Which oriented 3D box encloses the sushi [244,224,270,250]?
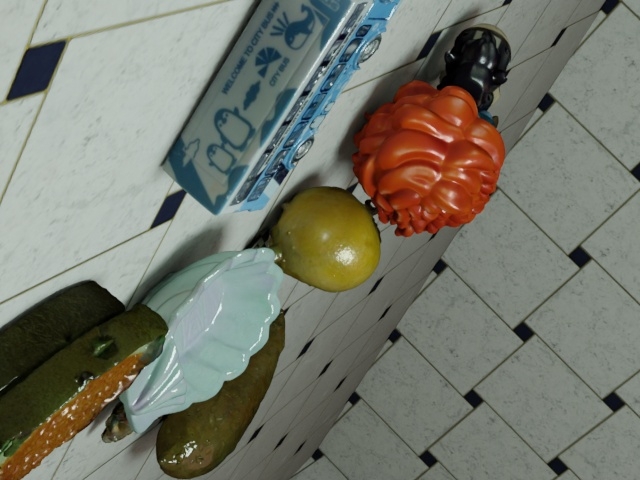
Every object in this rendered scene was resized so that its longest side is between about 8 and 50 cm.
[{"bbox_3d":[-0.126,0.101,1.898,0.192,0.043,0.279,-47,167,-24],"label":"sushi"}]

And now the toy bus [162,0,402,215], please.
[{"bbox_3d":[-0.041,-0.166,1.285,0.297,0.106,0.131,-56,164,24],"label":"toy bus"}]

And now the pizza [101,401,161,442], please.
[{"bbox_3d":[-0.223,0.195,1.707,0.201,0.053,0.193,-50,-165,-27],"label":"pizza"}]

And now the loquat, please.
[{"bbox_3d":[0.000,0.000,1.803,0.204,0.172,0.149,-11,128,-27],"label":"loquat"}]

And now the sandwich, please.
[{"bbox_3d":[-0.292,0.154,1.296,0.292,0.109,0.212,-42,172,-29],"label":"sandwich"}]

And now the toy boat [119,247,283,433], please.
[{"bbox_3d":[-0.166,0.114,1.564,0.290,0.100,0.199,-44,142,-38],"label":"toy boat"}]

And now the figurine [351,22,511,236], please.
[{"bbox_3d":[0.199,-0.173,1.942,0.412,0.241,0.306,-55,-178,-41],"label":"figurine"}]

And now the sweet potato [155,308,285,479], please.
[{"bbox_3d":[-0.162,0.275,2.117,0.423,0.130,0.130,-48,169,-48],"label":"sweet potato"}]

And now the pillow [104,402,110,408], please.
[{"bbox_3d":[-0.277,0.186,1.596,0.203,0.038,0.113,-41,167,-40],"label":"pillow"}]
